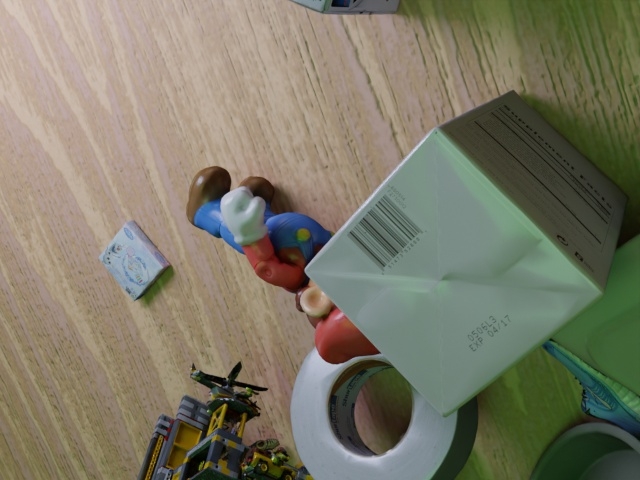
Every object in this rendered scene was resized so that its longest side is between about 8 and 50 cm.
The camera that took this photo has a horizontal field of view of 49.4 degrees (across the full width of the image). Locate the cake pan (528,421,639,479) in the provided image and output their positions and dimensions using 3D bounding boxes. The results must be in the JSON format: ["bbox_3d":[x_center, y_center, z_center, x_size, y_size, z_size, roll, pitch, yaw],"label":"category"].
[{"bbox_3d":[0.300,0.343,0.729,0.054,0.293,0.293,14,116,-12],"label":"cake pan"}]

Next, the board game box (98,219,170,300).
[{"bbox_3d":[-0.284,0.031,1.057,0.090,0.020,0.090,50,121,5],"label":"board game box"}]

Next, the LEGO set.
[{"bbox_3d":[-0.116,0.306,0.998,0.255,0.192,0.331,25,135,-13],"label":"LEGO set"}]

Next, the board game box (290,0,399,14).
[{"bbox_3d":[0.069,-0.368,0.648,0.053,0.193,0.305,27,116,17],"label":"board game box"}]

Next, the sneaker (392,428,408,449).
[{"bbox_3d":[0.087,0.357,0.921,0.100,0.108,0.271,33,119,12],"label":"sneaker"}]

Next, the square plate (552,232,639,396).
[{"bbox_3d":[0.404,0.102,0.588,0.344,0.049,0.347,34,147,0],"label":"square plate"}]

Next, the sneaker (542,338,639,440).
[{"bbox_3d":[0.306,0.165,0.774,0.162,0.063,0.073,43,125,10],"label":"sneaker"}]

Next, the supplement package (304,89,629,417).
[{"bbox_3d":[0.154,-0.009,0.660,0.175,0.293,0.177,46,120,7],"label":"supplement package"}]

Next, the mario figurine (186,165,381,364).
[{"bbox_3d":[0.000,0.000,0.801,0.320,0.198,0.170,36,141,29],"label":"mario figurine"}]

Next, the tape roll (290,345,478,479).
[{"bbox_3d":[0.073,0.203,0.837,0.219,0.072,0.219,-11,68,28],"label":"tape roll"}]
